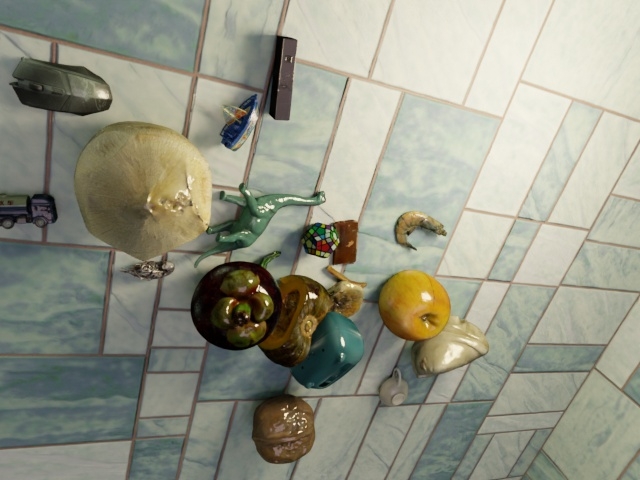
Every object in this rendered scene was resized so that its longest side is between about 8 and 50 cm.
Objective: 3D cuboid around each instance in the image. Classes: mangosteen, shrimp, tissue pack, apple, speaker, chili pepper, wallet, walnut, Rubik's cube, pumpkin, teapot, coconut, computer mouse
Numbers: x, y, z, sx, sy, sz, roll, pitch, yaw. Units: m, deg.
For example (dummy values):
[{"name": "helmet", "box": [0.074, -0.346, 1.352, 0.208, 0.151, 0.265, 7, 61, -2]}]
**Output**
[{"name": "mangosteen", "box": [-0.273, 0.214, 1.489, 0.299, 0.300, 0.301, -10, 121, -16]}, {"name": "shrimp", "box": [-0.544, 0.093, 1.463, 0.165, 0.057, 0.065, 1, 133, -33]}, {"name": "shrimp", "box": [0.378, -0.031, 1.766, 0.217, 0.051, 0.150, 20, 112, -21]}, {"name": "tissue pack", "box": [0.022, 0.431, 1.755, 0.287, 0.206, 0.198, -42, 133, 21]}, {"name": "apple", "box": [0.367, 0.254, 1.805, 0.285, 0.233, 0.286, -9, 120, -15]}, {"name": "speaker", "box": [-0.106, -0.457, 1.314, 0.044, 0.082, 0.218, -1, 116, -20]}, {"name": "chili pepper", "box": [-0.188, 0.077, 1.610, 0.055, 0.035, 0.118, 32, 93, -45]}, {"name": "wallet", "box": [0.088, 0.008, 1.683, 0.095, 0.026, 0.176, -7, 119, -11]}, {"name": "walnut", "box": [-0.152, 0.758, 1.884, 0.272, 0.227, 0.274, -11, 119, -20]}, {"name": "Rubik's cube", "box": [0.000, 0.000, 1.591, 0.112, 0.133, 0.133, 41, 99, -7]}, {"name": "pumpkin", "box": [-0.111, 0.273, 1.635, 0.139, 0.221, 0.318, 34, 73, -42]}, {"name": "teapot", "box": [0.339, 0.684, 2.124, 0.145, 0.092, 0.227, 0, 114, -23]}, {"name": "coconut", "box": [-0.447, -0.124, 1.197, 0.345, 0.360, 0.347, -8, 118, -16]}, {"name": "computer mouse", "box": [-0.641, -0.373, 1.154, 0.230, 0.071, 0.126, 6, 115, -24]}]

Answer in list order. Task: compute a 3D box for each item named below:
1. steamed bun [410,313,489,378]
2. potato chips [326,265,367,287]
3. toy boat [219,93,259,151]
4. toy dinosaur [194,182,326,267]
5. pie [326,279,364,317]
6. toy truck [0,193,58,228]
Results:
[{"name": "steamed bun", "box": [0.527, 0.441, 1.976, 0.323, 0.220, 0.310, -17, 160, -7]}, {"name": "potato chips", "box": [0.096, 0.143, 1.761, 0.203, 0.026, 0.037, 28, 103, -31]}, {"name": "toy boat", "box": [-0.238, -0.347, 1.315, 0.175, 0.091, 0.110, -53, 139, 6]}, {"name": "toy dinosaur", "box": [-0.186, -0.037, 1.517, 0.330, 0.129, 0.384, 17, 111, -38]}, {"name": "pie", "box": [0.074, 0.240, 1.779, 0.218, 0.052, 0.185, -43, 133, 16]}, {"name": "toy truck", "box": [-0.824, -0.083, 1.249, 0.201, 0.074, 0.088, -3, 110, -20]}]
